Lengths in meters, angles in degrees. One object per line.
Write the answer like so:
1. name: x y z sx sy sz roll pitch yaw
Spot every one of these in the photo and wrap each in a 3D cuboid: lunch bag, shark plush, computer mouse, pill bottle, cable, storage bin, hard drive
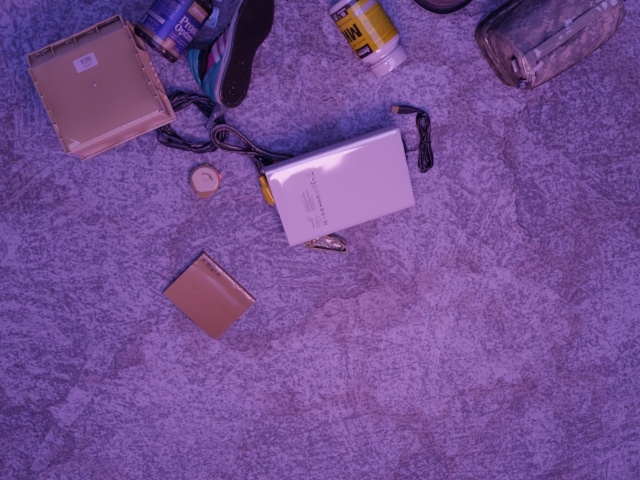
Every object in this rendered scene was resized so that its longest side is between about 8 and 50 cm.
1. lunch bag: 0.559 -0.511 1.714 0.305 0.256 0.213 -34 105 5
2. shark plush: -0.247 -0.354 1.758 0.161 0.067 0.073 -44 101 -16
3. computer mouse: 0.177 -0.261 1.846 0.262 0.060 0.184 -2 106 -5
4. pill bottle: -0.334 -0.545 1.670 0.123 0.123 0.219 37 94 -13
5. pill bottle: 0.122 -0.519 1.742 0.119 0.119 0.208 -36 104 5
6. cable: -0.325 -0.302 1.801 0.184 0.047 0.151 10 96 -10
7. storage bin: -0.531 -0.367 1.699 0.262 0.123 0.260 -23 92 2
8. hard drive: 0.055 -0.140 1.815 0.353 0.047 0.233 -18 122 -2
9. cable: -0.150 -0.209 1.807 0.139 0.072 0.287 -42 116 7

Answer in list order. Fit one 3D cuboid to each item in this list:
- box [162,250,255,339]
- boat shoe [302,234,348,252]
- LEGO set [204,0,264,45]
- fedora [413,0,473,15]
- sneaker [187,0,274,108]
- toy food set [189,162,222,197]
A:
1. box: -0.306 0.154 1.931 0.164 0.021 0.201 -44 105 7
2. boat shoe: 0.000 0.002 1.905 0.153 0.048 0.056 18 102 -10
3. LEGO set: -0.195 -0.596 1.726 0.244 0.060 0.182 15 107 -9
4. fedora: 0.314 -0.696 1.711 0.243 0.124 0.275 10 104 -8
5. sneaker: -0.225 -0.479 1.696 0.123 0.178 0.296 15 98 -50
6. toy food set: -0.303 -0.159 1.849 0.082 0.020 0.083 -36 105 4
